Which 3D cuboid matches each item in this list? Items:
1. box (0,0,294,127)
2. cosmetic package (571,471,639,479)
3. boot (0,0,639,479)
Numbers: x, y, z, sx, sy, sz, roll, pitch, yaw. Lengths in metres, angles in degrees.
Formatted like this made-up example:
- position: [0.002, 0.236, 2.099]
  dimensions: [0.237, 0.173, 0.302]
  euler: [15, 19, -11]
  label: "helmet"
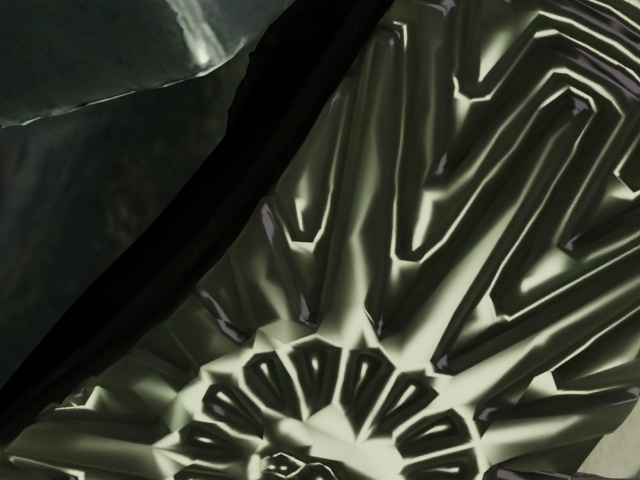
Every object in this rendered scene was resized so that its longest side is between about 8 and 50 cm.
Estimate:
- position: [-0.056, -0.249, 0.458]
  dimensions: [0.395, 0.212, 0.294]
  euler: [-47, 117, -38]
  label: "box"
- position: [0.037, 0.172, 0.566]
  dimensions: [0.231, 0.117, 0.086]
  euler: [-36, 111, -41]
  label: "cosmetic package"
- position: [0.004, 0.002, 0.519]
  dimensions: [0.131, 0.348, 0.260]
  euler: [38, 18, -15]
  label: "boot"
